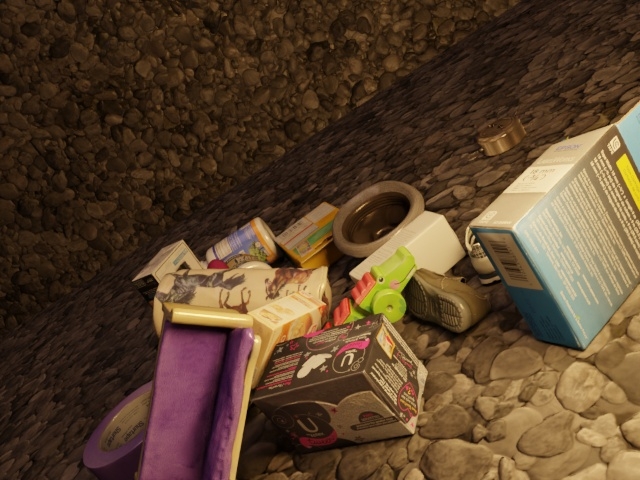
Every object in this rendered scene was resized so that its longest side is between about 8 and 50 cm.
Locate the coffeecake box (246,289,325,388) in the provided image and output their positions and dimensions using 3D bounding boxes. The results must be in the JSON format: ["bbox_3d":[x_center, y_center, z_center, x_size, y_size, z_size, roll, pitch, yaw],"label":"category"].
[{"bbox_3d":[-0.084,0.193,1.298,0.068,0.142,0.185,30,25,24],"label":"coffeecake box"}]

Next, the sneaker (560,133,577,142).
[{"bbox_3d":[0.543,-0.147,1.415,0.082,0.069,0.209,-55,11,39],"label":"sneaker"}]

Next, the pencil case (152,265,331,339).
[{"bbox_3d":[-0.177,0.148,1.481,0.410,0.183,0.160,-2,51,5],"label":"pencil case"}]

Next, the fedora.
[{"bbox_3d":[0.161,-0.023,1.622,0.244,0.124,0.275,-39,28,-5],"label":"fedora"}]

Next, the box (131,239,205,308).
[{"bbox_3d":[-0.359,0.164,1.777,0.087,0.290,0.169,-20,22,32],"label":"box"}]

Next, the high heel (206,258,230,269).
[{"bbox_3d":[-0.300,0.177,1.650,0.181,0.127,0.377,2,36,-22],"label":"high heel"}]

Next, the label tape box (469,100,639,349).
[{"bbox_3d":[0.429,-0.029,1.047,0.334,0.240,0.106,-41,19,-20],"label":"label tape box"}]

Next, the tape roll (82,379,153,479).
[{"bbox_3d":[-0.412,0.444,1.513,0.275,0.090,0.275,-31,20,13],"label":"tape roll"}]

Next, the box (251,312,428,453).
[{"bbox_3d":[0.034,0.255,1.129,0.247,0.163,0.142,-21,27,34],"label":"box"}]

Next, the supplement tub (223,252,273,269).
[{"bbox_3d":[-0.213,0.116,1.869,0.144,0.144,0.200,-39,21,-12],"label":"supplement tub"}]

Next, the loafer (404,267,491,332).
[{"bbox_3d":[0.241,0.113,1.269,0.087,0.094,0.251,-10,18,-19],"label":"loafer"}]

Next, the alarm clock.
[{"bbox_3d":[0.484,-0.282,1.808,0.192,0.064,0.129,-39,20,-3],"label":"alarm clock"}]

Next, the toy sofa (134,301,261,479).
[{"bbox_3d":[-0.226,0.300,1.164,0.177,0.150,0.362,-163,82,-68],"label":"toy sofa"}]

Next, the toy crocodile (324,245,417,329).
[{"bbox_3d":[0.074,0.154,1.307,0.340,0.105,0.115,-54,16,14],"label":"toy crocodile"}]

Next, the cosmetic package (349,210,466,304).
[{"bbox_3d":[0.190,0.051,1.421,0.231,0.117,0.085,-38,21,-12],"label":"cosmetic package"}]

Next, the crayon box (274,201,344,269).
[{"bbox_3d":[0.000,0.000,1.890,0.203,0.083,0.323,-37,19,-7],"label":"crayon box"}]

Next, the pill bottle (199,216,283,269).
[{"bbox_3d":[-0.268,0.059,2.078,0.272,0.152,0.152,-34,20,4],"label":"pill bottle"}]

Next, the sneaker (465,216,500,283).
[{"bbox_3d":[0.340,-0.006,1.350,0.090,0.095,0.235,-30,19,17],"label":"sneaker"}]

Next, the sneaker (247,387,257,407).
[{"bbox_3d":[-0.227,0.359,1.411,0.330,0.122,0.146,-41,3,-14],"label":"sneaker"}]
